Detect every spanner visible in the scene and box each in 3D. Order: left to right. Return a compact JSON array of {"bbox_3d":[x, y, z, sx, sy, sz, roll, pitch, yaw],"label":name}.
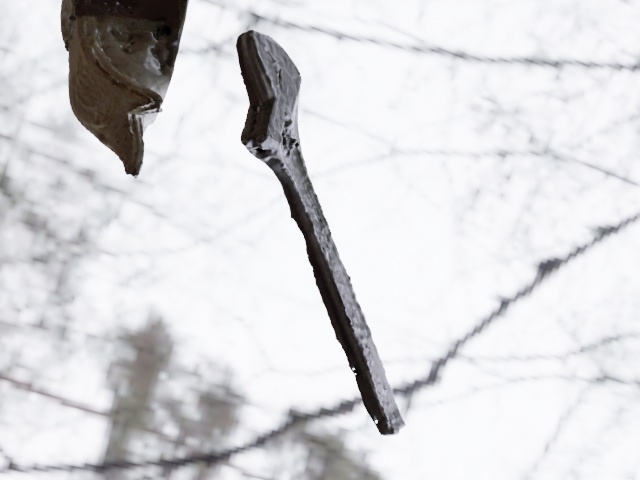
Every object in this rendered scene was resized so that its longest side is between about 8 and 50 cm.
[{"bbox_3d":[0.000,0.000,1.403,0.026,0.325,0.093,-12,-161,25],"label":"spanner"}]

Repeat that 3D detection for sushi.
[{"bbox_3d":[-0.189,-0.178,1.734,0.134,0.109,0.273,127,-22,-54],"label":"sushi"}]
